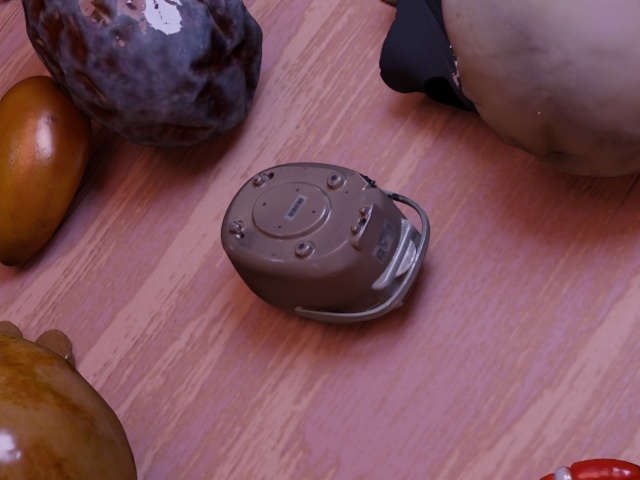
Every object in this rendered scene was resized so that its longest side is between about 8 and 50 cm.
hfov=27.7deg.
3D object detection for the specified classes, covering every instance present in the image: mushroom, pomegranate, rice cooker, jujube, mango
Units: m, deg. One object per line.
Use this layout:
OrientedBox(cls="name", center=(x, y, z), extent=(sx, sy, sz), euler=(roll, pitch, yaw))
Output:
OrientedBox(cls="mushroom", center=(0.257, -0.240, 1.174), extent=(0.315, 0.315, 0.356), euler=(-10, 46, 19))
OrientedBox(cls="pomegranate", center=(-0.334, 0.241, 1.146), extent=(0.338, 0.338, 0.338), euler=(-12, 56, 18))
OrientedBox(cls="rice cooker", center=(0.000, 0.000, 1.241), extent=(0.206, 0.127, 0.145), euler=(8, 64, 39))
OrientedBox(cls="jujube", center=(-0.195, -0.230, 1.403), extent=(0.215, 0.246, 0.308), euler=(-36, 42, -4))
OrientedBox(cls="mango", center=(-0.323, -0.078, 1.453), extent=(0.145, 0.112, 0.219), euler=(-6, 72, 55))

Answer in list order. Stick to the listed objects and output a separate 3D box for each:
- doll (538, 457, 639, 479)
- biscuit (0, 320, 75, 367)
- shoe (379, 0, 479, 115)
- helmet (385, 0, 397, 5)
OrientedBox(cls="doll", center=(0.277, 0.205, 1.002), extent=(0.336, 0.105, 0.200), euler=(-47, 50, 1))
OrientedBox(cls="biscuit", center=(-0.349, 0.193, 1.346), extent=(0.144, 0.040, 0.236), euler=(5, 60, 34))
OrientedBox(cls="shoe", center=(0.107, -0.193, 1.333), extent=(0.093, 0.108, 0.241), euler=(-42, 50, 22))
OrientedBox(cls="helmet", center=(0.104, -0.403, 1.444), extent=(0.205, 0.140, 0.257), euler=(-17, 52, 15))
